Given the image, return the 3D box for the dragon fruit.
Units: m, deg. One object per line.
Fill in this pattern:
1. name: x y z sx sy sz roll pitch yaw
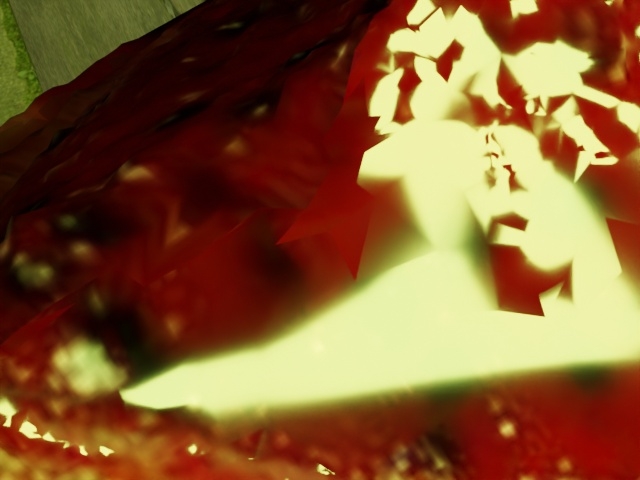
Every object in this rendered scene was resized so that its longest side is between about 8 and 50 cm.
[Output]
1. dragon fruit: 0.044 0.016 0.480 0.228 0.329 0.286 59 169 -15
